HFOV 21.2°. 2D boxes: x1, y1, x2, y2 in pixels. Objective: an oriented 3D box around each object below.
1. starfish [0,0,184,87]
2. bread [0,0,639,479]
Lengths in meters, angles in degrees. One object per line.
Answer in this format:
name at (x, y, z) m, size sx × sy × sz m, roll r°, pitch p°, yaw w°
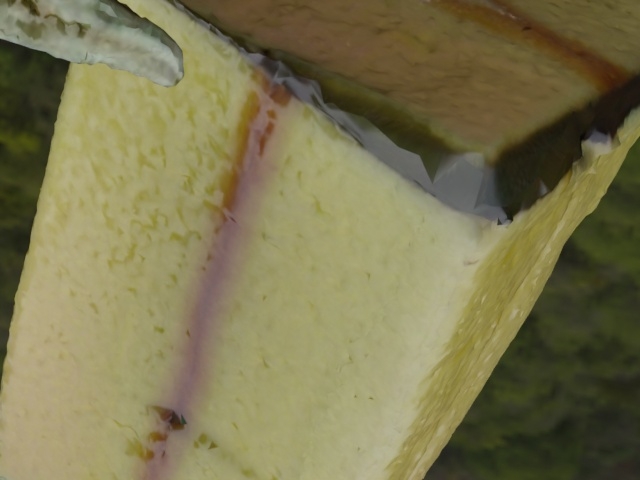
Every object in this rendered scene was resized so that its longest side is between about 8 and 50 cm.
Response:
starfish at (-0.173, -0.115, 0.342) m, size 0.347 × 0.078 × 0.358 m, roll -41°, pitch 135°, yaw 9°
bread at (-0.002, 0.003, 0.629) m, size 0.167 × 0.163 × 0.264 m, roll 36°, pitch 132°, yaw 17°
